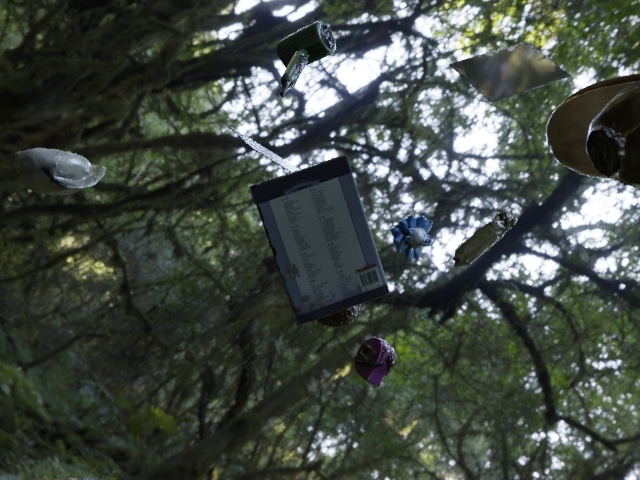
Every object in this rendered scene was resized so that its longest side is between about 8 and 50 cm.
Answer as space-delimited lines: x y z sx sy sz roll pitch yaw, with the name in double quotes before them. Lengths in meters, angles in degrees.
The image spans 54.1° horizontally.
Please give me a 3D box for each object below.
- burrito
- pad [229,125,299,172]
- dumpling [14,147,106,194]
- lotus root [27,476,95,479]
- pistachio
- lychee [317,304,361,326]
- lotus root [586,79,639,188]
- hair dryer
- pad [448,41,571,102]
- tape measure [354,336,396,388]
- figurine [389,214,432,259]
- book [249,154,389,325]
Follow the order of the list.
"burrito" 0.391 -0.004 1.510 0.058 0.188 0.045 47 7 -9
"pad" -0.047 -0.124 1.097 0.235 0.003 0.158 29 9 -29
"dumpling" -0.517 -0.136 1.249 0.176 0.150 0.092 -3 -88 31
"lotus root" -0.263 0.275 0.538 0.135 0.159 0.095 3 -56 34
"pistachio" 0.595 -0.224 1.188 0.318 0.193 0.214 -16 -51 36
"lychee" 0.036 0.149 1.481 0.123 0.123 0.129 46 -74 6
"lotus root" 0.413 -0.139 0.714 0.124 0.241 0.123 57 -9 45
"hair dryer" -0.030 -0.225 0.814 0.071 0.150 0.047 -17 -51 32
"pad" 0.379 -0.340 1.254 0.143 0.211 0.003 55 -25 33
"tape measure" 0.151 0.332 1.738 0.074 0.118 0.125 34 -4 -29
"figurine" 0.212 -0.014 1.497 0.079 0.114 0.114 42 -24 57
"book" 0.000 0.000 0.974 0.026 0.157 0.231 -144 -144 -79
